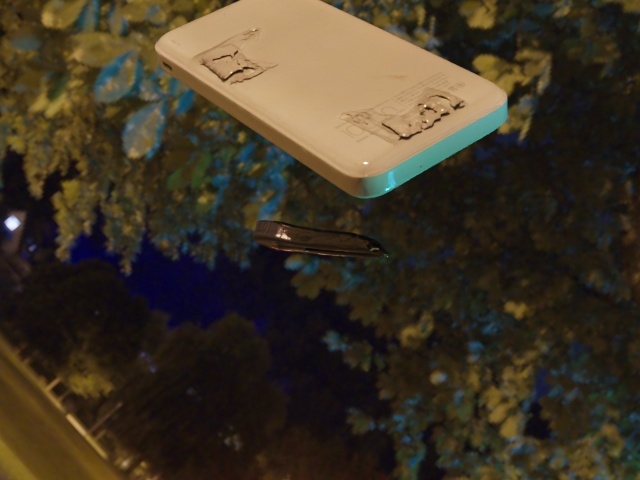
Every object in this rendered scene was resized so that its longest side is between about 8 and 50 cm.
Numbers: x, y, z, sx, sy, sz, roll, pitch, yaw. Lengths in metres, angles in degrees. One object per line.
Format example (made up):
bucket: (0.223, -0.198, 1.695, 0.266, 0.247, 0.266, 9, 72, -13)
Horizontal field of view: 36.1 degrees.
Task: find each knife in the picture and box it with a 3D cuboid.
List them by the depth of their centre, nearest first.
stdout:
knife: (0.000, 0.000, 0.738, 0.121, 0.018, 0.031, 4, -23, 36)

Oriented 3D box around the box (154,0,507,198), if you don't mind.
box: (-0.003, -0.125, 0.746, 0.285, 0.142, 0.044, 37, -31, 42)
